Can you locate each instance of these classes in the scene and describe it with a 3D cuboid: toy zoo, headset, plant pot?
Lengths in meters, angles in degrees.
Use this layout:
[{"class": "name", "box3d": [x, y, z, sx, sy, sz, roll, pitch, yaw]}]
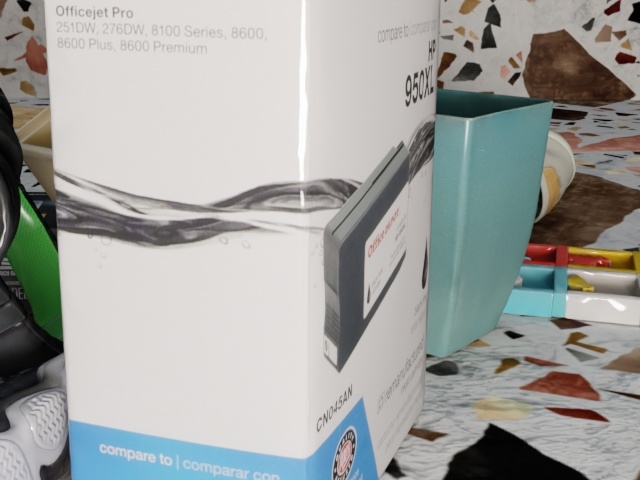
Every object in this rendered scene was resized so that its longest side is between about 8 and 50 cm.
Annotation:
[{"class": "toy zoo", "box3d": [0.267, 0.043, 1.125, 0.293, 0.030, 0.192, 5, 16, 12]}, {"class": "headset", "box3d": [-0.321, -0.039, 0.756, 0.185, 0.394, 0.243, -29, 32, -1]}, {"class": "plant pot", "box3d": [0.107, -0.019, 0.961, 0.166, 0.234, 0.166, 12, 18, 36]}]

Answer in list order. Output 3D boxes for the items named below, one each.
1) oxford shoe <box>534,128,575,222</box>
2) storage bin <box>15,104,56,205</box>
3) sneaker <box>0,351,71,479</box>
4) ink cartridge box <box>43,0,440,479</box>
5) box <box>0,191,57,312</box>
[{"class": "oxford shoe", "box3d": [0.138, -0.105, 1.443, 0.450, 0.169, 0.130, 5, 38, 14]}, {"class": "storage bin", "box3d": [-0.130, -0.115, 0.999, 0.262, 0.123, 0.260, 13, 51, 45]}, {"class": "sneaker", "box3d": [-0.229, 0.127, 0.666, 0.153, 0.101, 0.268, 2, 14, 15]}, {"class": "ink cartridge box", "box3d": [-0.032, -0.023, 0.667, 0.166, 0.394, 0.285, 6, 17, 19]}, {"class": "box", "box3d": [-0.267, 0.008, 1.130, 0.308, 0.076, 0.242, 0, 17, -4]}]
